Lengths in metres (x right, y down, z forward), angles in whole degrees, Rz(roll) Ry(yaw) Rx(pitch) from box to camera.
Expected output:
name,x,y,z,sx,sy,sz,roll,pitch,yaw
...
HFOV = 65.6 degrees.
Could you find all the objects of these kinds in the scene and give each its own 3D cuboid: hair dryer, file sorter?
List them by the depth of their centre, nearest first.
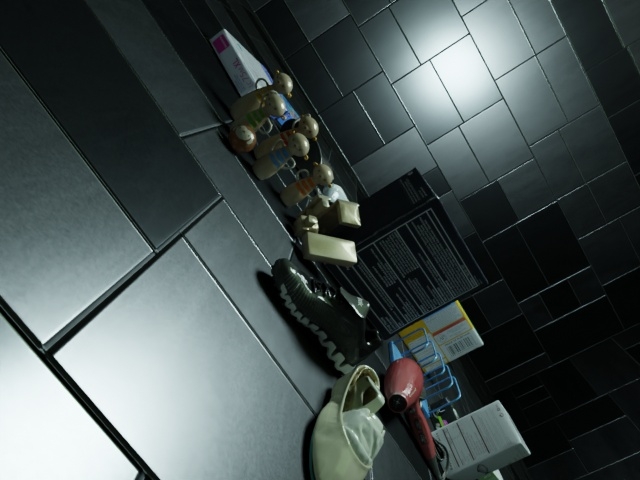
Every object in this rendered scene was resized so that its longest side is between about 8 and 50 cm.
name,x,y,z,sx,sy,sz,roll,pitch,yaw
hair dryer,0.204,0.347,1.012,0.293,0.080,0.224,47,17,-44
file sorter,0.259,0.325,1.240,0.170,0.104,0.118,58,12,-9

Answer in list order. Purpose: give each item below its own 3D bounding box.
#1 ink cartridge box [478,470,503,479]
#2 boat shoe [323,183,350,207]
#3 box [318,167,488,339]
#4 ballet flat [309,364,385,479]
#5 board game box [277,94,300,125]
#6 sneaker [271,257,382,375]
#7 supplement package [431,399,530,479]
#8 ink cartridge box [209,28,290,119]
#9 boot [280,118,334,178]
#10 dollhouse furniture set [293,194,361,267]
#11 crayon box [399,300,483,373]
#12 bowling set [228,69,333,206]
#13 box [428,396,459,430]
name,x,y,z,sx,sy,sz,roll,pitch,yaw
ink cartridge box,0.507,0.689,1.492,0.235,0.056,0.171,52,13,-23
boat shoe,0.069,-0.082,1.571,0.227,0.079,0.081,48,43,-45
box,0.194,0.036,1.218,0.296,0.294,0.183,53,12,-28
ballet flat,0.044,0.230,0.635,0.086,0.086,0.248,58,12,-5
board game box,-0.098,-0.409,1.721,0.210,0.047,0.160,45,18,-49
sneaker,0.018,0.105,0.778,0.234,0.106,0.078,54,12,-21
supplement package,0.358,0.460,1.123,0.105,0.179,0.105,47,16,-44
ink cartridge box,-0.191,-0.460,1.431,0.186,0.065,0.311,60,14,6
boot,-0.014,-0.256,1.583,0.229,0.091,0.263,43,18,-52
dollhouse furniture set,0.000,0.000,1.073,0.144,0.123,0.151,12,57,-29
crayon box,0.326,0.225,1.519,0.323,0.203,0.083,56,12,-15
bowling set,-0.085,-0.210,1.016,0.287,0.154,0.200,58,11,-2
box,0.319,0.455,1.264,0.052,0.062,0.083,51,13,-40
